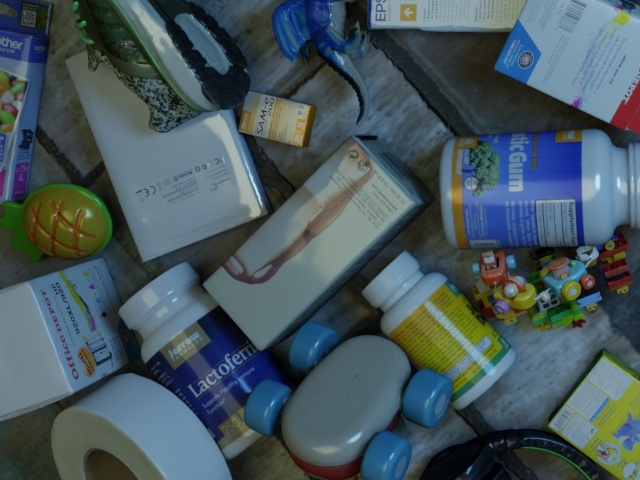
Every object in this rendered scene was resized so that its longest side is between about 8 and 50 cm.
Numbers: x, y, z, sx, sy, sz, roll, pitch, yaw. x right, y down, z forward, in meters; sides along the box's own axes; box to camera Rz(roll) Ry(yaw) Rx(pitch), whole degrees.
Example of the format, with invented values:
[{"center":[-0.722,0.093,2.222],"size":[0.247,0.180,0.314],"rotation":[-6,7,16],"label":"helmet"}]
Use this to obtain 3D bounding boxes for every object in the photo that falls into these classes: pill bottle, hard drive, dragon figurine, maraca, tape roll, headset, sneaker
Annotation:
[{"center":[0.156,0.118,1.533],"size":[0.117,0.117,0.208],"rotation":[-45,84,16],"label":"pill bottle"},{"center":[-0.222,-0.152,1.642],"size":[0.210,0.040,0.318],"rotation":[-21,91,16],"label":"hard drive"},{"center":[-0.011,-0.290,1.544],"size":[0.144,0.085,0.289],"rotation":[-10,94,16],"label":"dragon figurine"},{"center":[-0.394,-0.024,1.674],"size":[0.186,0.099,0.127],"rotation":[-10,114,22],"label":"maraca"},{"center":[-0.254,0.336,1.612],"size":[0.286,0.100,0.286],"rotation":[23,129,31],"label":"tape roll"},{"center":[0.203,0.398,1.520],"size":[0.394,0.185,0.243],"rotation":[-12,93,5],"label":"headset"},{"center":[-0.289,-0.306,1.531],"size":[0.182,0.158,0.410],"rotation":[-34,98,32],"label":"sneaker"},{"center":[-0.160,0.169,1.607],"size":[0.153,0.153,0.264],"rotation":[-40,86,16],"label":"pill bottle"},{"center":[0.298,-0.067,1.453],"size":[0.272,0.152,0.152],"rotation":[-2,96,15],"label":"pill bottle"}]

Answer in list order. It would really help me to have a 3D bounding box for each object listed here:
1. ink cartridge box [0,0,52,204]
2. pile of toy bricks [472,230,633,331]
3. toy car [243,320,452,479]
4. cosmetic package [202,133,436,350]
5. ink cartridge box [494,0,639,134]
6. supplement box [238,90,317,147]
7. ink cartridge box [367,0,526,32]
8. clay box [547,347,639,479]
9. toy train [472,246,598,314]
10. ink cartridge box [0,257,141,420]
[{"center":[-0.519,-0.222,1.706],"size":[0.186,0.065,0.311],"rotation":[14,99,13],"label":"ink cartridge box"},{"center":[0.321,0.077,1.501],"size":[0.212,0.118,0.105],"rotation":[-21,124,8],"label":"pile of toy bricks"},{"center":[0.048,0.268,1.528],"size":[0.219,0.210,0.238],"rotation":[20,144,27],"label":"toy car"},{"center":[0.000,0.000,1.545],"size":[0.296,0.153,0.129],"rotation":[-44,83,14],"label":"cosmetic package"},{"center":[0.351,-0.231,1.402],"size":[0.231,0.078,0.134],"rotation":[26,118,4],"label":"ink cartridge box"},{"center":[-0.061,-0.173,1.598],"size":[0.099,0.036,0.062],"rotation":[14,100,13],"label":"supplement box"},{"center":[0.230,-0.435,1.469],"size":[0.330,0.071,0.324],"rotation":[4,101,15],"label":"ink cartridge box"},{"center":[0.432,0.262,1.509],"size":[0.222,0.053,0.127],"rotation":[36,104,7],"label":"clay box"},{"center":[0.271,0.034,1.455],"size":[0.166,0.125,0.046],"rotation":[-11,127,23],"label":"toy train"},{"center":[-0.402,0.143,1.627],"size":[0.168,0.233,0.171],"rotation":[-21,91,17],"label":"ink cartridge box"}]
